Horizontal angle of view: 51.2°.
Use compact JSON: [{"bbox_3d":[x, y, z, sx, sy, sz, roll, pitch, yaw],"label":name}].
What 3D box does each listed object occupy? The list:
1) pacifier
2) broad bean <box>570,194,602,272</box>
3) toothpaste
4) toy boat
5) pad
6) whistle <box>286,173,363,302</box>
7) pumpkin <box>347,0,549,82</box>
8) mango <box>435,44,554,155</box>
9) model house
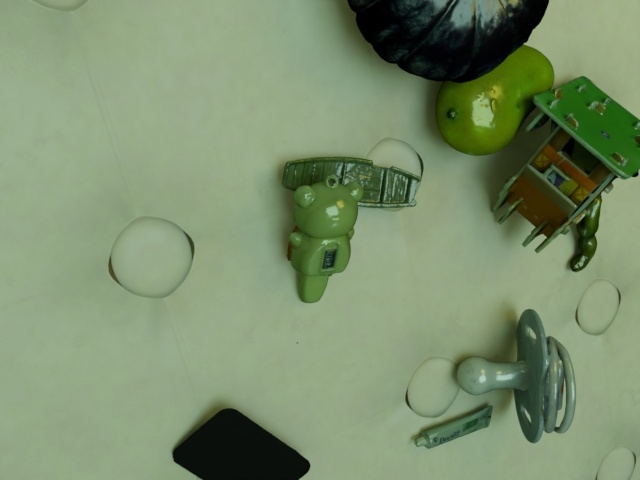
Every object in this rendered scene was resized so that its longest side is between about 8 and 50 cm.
[{"bbox_3d":[0.420,0.304,1.475,0.233,0.244,0.299,0,102,6],"label":"pacifier"},{"bbox_3d":[0.621,-0.026,1.557,0.070,0.048,0.213,-17,120,-40],"label":"broad bean"},{"bbox_3d":[0.307,0.432,1.530,0.218,0.041,0.064,-11,118,-25],"label":"toothpaste"},{"bbox_3d":[0.055,-0.114,1.281,0.293,0.055,0.093,5,100,-26],"label":"toy boat"},{"bbox_3d":[-0.098,0.369,1.314,0.250,0.055,0.323,44,81,-26],"label":"pad"},{"bbox_3d":[0.000,0.000,1.235,0.131,0.106,0.288,-7,130,-22],"label":"whistle"},{"bbox_3d":[0.223,-0.455,1.157,0.363,0.266,0.363,-2,99,-14],"label":"pumpkin"},{"bbox_3d":[0.337,-0.290,1.325,0.185,0.149,0.273,44,76,-17],"label":"mango"},{"bbox_3d":[0.504,-0.152,1.417,0.242,0.313,0.358,46,40,12],"label":"model house"}]
